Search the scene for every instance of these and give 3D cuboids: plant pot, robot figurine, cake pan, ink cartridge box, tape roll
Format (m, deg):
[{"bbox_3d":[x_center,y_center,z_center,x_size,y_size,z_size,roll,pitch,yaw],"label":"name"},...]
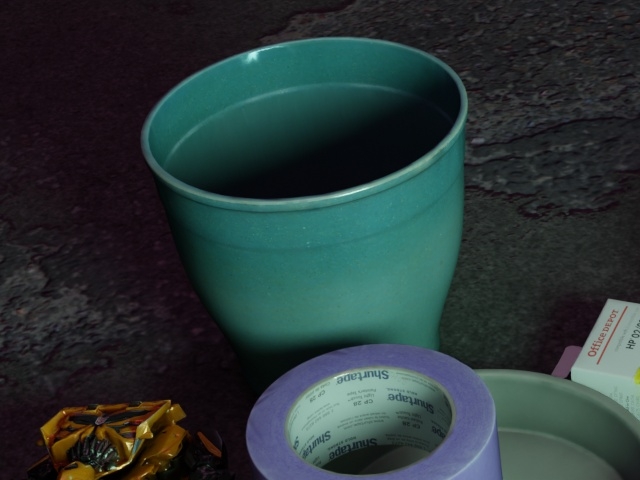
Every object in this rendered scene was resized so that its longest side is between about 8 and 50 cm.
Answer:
[{"bbox_3d":[0.000,0.000,1.574,0.272,0.255,0.271,-6,33,4],"label":"plant pot"},{"bbox_3d":[-0.190,0.218,1.422,0.211,0.085,0.291,-7,28,24],"label":"robot figurine"},{"bbox_3d":[0.121,0.208,1.415,0.293,0.054,0.293,-6,34,4],"label":"cake pan"},{"bbox_3d":[0.275,0.108,1.521,0.181,0.061,0.104,8,36,24],"label":"ink cartridge box"},{"bbox_3d":[0.041,0.165,1.378,0.189,0.080,0.189,-6,34,4],"label":"tape roll"}]
